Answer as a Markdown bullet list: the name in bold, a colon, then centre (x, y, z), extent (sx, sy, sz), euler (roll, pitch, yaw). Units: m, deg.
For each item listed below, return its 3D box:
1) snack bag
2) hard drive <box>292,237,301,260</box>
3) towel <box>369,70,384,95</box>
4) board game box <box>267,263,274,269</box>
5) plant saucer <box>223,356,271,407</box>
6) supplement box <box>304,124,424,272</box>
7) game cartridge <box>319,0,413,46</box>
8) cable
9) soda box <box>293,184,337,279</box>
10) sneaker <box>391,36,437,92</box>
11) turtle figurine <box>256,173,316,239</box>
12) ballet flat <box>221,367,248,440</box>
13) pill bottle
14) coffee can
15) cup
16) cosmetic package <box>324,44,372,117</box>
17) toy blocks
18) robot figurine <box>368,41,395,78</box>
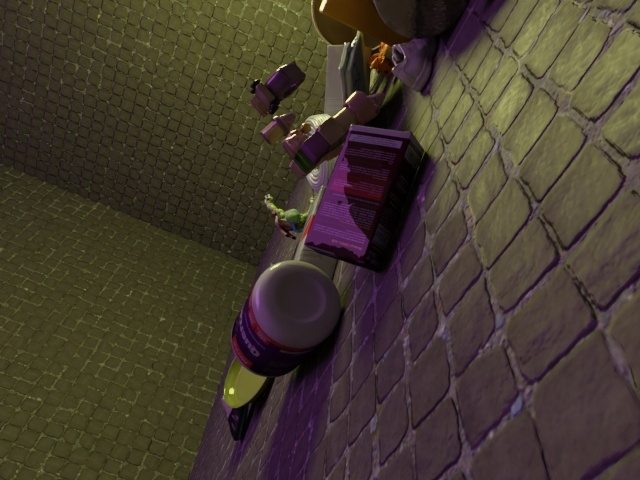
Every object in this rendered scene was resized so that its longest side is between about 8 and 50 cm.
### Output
- **snack bag**: centre (0.099, -0.392, 1.445), extent (0.342, 0.037, 0.323), euler (-76, -18, -47)
- **hard drive**: centre (-0.083, 0.048, 1.981), extent (0.135, 0.022, 0.094), euler (-78, 13, -51)
- **towel**: centre (0.207, -0.585, 1.812), extent (0.110, 0.027, 0.148), euler (-75, 12, -47)
- **board game box**: centre (-0.181, 0.221, 1.900), extent (0.303, 0.097, 0.224), euler (-138, 71, -82)
- **plant saucer**: centre (-0.201, 0.390, 1.561), extent (0.241, 0.037, 0.241), euler (-39, 30, 28)
- **supplement box**: centre (0.078, -0.077, 0.930), extent (0.073, 0.130, 0.239), euler (32, -102, -55)
- **game cartridge**: centre (0.187, -0.679, 1.326), extent (0.323, 0.285, 0.052), euler (-63, 27, 23)
- **cable**: centre (0.011, -0.266, 1.646), extent (0.257, 0.089, 0.257), euler (-120, 26, -43)
- **soda box**: centre (0.000, 0.000, 1.347), extent (0.091, 0.098, 0.286), euler (125, 166, -53)
- **sneaker**: centre (0.206, -0.426, 1.187), extent (0.080, 0.094, 0.212), euler (119, 170, -45)
- **turtle figurine**: centre (-0.108, -0.139, 2.044), extent (0.198, 0.274, 0.266), euler (-25, -7, -9)
- **ballet flat**: centre (-0.251, 0.482, 1.647), extent (0.095, 0.096, 0.280), euler (97, -171, -56)
- **pill bottle**: centre (-0.090, 0.187, 1.135), extent (0.323, 0.181, 0.181), euler (124, 166, -54)
- **coffee can**: centre (0.211, -0.575, 1.173), extent (0.275, 0.201, 0.201), euler (-84, 19, -62)
- **cup**: centre (0.163, -0.776, 1.793), extent (0.331, 0.331, 0.237), euler (-66, -16, 11)
- **cosmetic package**: centre (0.088, -0.500, 1.679), extent (0.107, 0.127, 0.238), euler (-25, -57, -66)
- **toy blocks**: centre (0.044, -0.261, 1.143), extent (0.260, 0.309, 0.288), euler (-43, 3, -8)
- **robot figurine**: centre (0.239, -0.630, 1.533), extent (0.211, 0.085, 0.291), euler (-89, 23, -66)
